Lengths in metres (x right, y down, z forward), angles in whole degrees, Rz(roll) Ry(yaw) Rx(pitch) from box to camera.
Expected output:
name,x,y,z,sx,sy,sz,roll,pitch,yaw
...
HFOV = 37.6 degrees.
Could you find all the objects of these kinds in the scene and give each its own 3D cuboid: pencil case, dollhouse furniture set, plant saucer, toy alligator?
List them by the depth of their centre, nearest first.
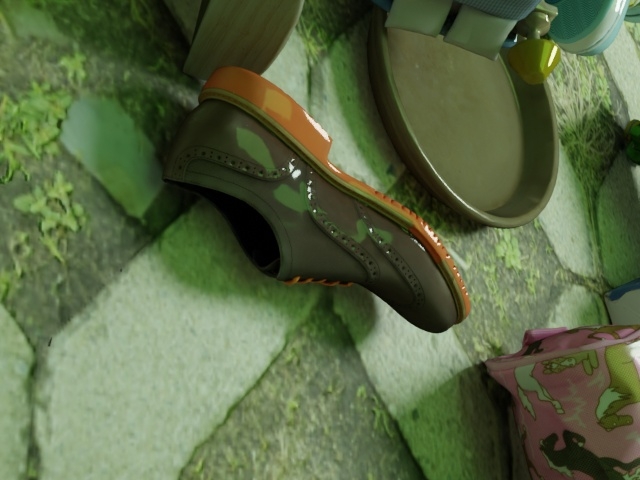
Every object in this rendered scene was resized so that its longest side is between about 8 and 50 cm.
name,x,y,z,sx,sy,sz,roll,pitch,yaw
dollhouse furniture set,0.094,-0.211,0.652,0.303,0.286,0.198,16,61,-15
pencil case,0.256,0.255,0.775,0.160,0.167,0.386,-8,82,-43
plant saucer,0.136,-0.142,0.893,0.278,0.041,0.277,19,63,-42
toy alligator,0.430,-0.122,1.194,0.190,0.056,0.051,-10,125,-49

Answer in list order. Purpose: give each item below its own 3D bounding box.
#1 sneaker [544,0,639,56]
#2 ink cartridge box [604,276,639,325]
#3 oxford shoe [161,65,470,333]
name,x,y,z,sx,sy,sz,roll,pitch,yaw
sneaker,0.374,-0.308,1.146,0.208,0.127,0.319,36,52,-31
ink cartridge box,0.518,0.133,1.117,0.395,0.151,0.270,-12,85,-50
oxford shoe,0.000,0.000,0.673,0.271,0.097,0.098,40,69,-24
